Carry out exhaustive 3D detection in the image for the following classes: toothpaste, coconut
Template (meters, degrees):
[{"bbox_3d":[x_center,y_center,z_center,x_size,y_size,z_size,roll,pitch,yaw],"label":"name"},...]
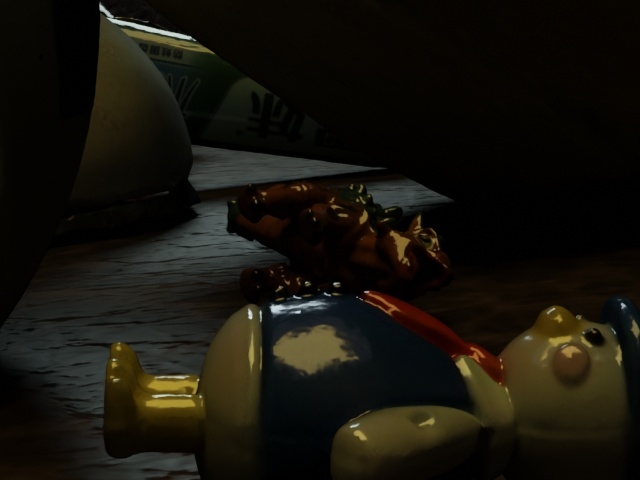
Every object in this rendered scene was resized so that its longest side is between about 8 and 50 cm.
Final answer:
[{"bbox_3d":[-0.091,-0.101,1.136,0.392,0.099,0.061,9,16,-6],"label":"toothpaste"},{"bbox_3d":[0.076,-0.212,0.869,0.415,0.344,0.415,39,11,-9],"label":"coconut"}]

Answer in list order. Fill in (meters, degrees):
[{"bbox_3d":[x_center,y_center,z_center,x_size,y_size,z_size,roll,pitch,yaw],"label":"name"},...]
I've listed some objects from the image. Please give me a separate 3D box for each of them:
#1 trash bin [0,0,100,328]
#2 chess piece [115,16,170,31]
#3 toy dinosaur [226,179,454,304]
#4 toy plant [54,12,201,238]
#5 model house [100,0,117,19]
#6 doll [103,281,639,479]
[{"bbox_3d":[-0.286,-0.070,0.561,0.432,0.280,0.280,-11,10,-22],"label":"trash bin"},{"bbox_3d":[-0.189,-0.126,1.502,0.139,0.124,0.307,-43,9,-5],"label":"chess piece"},{"bbox_3d":[0.000,0.000,0.665,0.055,0.049,0.154,-12,16,-28],"label":"toy dinosaur"},{"bbox_3d":[-0.198,-0.168,0.981,0.247,0.332,0.247,-7,7,1],"label":"toy plant"},{"bbox_3d":[-0.173,-0.089,1.253,0.164,0.141,0.203,15,21,-24],"label":"model house"},{"bbox_3d":[0.024,0.038,0.382,0.143,0.058,0.099,1,7,-2],"label":"doll"}]
